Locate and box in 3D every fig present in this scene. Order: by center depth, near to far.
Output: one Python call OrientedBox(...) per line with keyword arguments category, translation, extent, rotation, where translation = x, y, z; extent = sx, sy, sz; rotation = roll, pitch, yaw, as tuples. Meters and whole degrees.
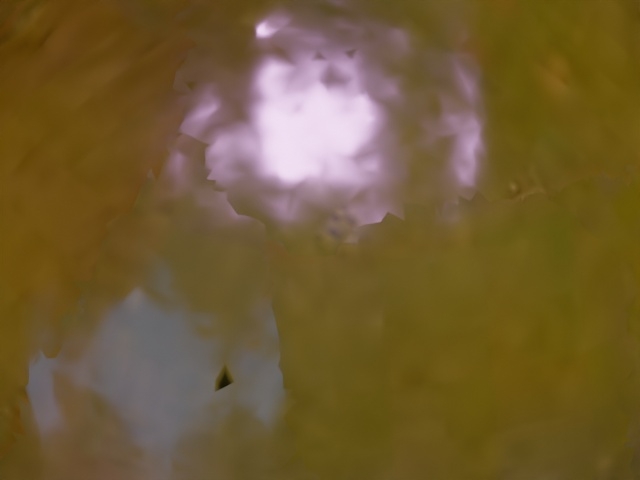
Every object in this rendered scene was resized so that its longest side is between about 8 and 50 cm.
OrientedBox(category="fig", translation=(0.000, 0.000, 0.550), extent=(0.316, 0.316, 0.316), rotation=(3, 96, 28))
